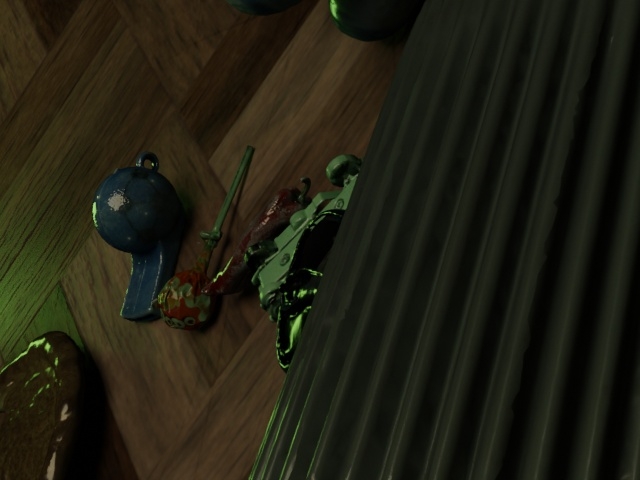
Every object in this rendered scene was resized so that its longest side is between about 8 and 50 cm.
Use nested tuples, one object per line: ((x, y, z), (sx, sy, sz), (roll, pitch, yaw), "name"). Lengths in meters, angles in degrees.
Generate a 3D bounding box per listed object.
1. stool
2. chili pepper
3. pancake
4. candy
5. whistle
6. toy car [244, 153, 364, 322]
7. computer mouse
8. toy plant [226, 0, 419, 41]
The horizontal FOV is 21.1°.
((0.140, 0.040, 0.971), (0.297, 0.297, 0.330), (-12, 55, 50), "stool")
((-0.047, 0.003, 1.446), (0.153, 0.050, 0.041), (-51, 34, 25), "chili pepper")
((-0.303, 0.225, 1.655), (0.288, 0.033, 0.286), (-51, 32, 26), "pancake")
((-0.096, -0.004, 1.538), (0.055, 0.049, 0.185), (13, 71, 26), "candy")
((-0.175, -0.011, 1.601), (0.090, 0.090, 0.158), (-13, 58, 50), "whistle")
((0.000, 0.000, 1.384), (0.143, 0.054, 0.073), (-47, 39, 19), "toy car")
((0.044, 0.045, 1.242), (0.233, 0.096, 0.137), (-3, 68, 44), "computer mouse")
((0.032, -0.283, 1.383), (0.332, 0.247, 0.247), (-19, 54, 52), "toy plant")
